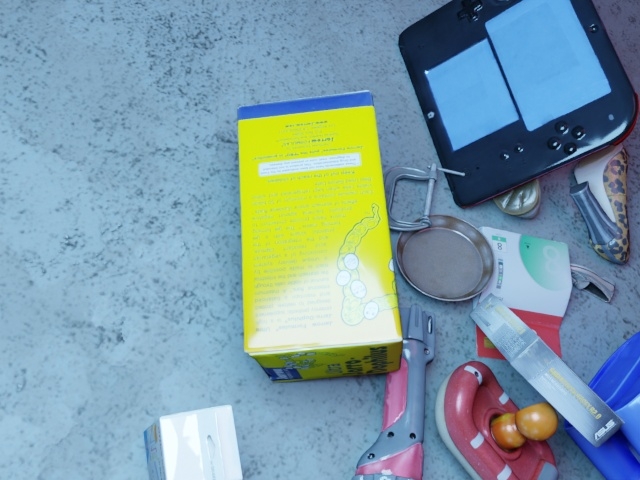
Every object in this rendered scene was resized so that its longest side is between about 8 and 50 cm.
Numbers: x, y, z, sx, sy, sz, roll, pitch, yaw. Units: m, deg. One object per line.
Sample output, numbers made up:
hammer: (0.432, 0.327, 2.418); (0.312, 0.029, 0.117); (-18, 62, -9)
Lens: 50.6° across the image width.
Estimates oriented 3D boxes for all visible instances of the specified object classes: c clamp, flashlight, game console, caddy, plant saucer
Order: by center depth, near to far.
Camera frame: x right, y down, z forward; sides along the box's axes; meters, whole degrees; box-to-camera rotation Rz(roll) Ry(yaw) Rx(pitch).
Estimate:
flashlight: (0.104, 0.243, 0.990); (0.103, 0.103, 0.304); (31, 52, -37)
caddy: (0.560, 0.268, 1.086); (0.341, 0.241, 0.179); (-37, 79, -31)
plant saucer: (0.207, 0.032, 1.139); (0.168, 0.029, 0.168); (3, 57, -4)
c clamp: (0.169, -0.077, 1.172); (0.137, 0.022, 0.160); (16, 59, 7)
game console: (0.337, -0.290, 1.205); (0.060, 0.342, 0.386); (18, 53, -60)

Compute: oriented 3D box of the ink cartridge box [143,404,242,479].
ink cartridge box: (-0.159, 0.262, 0.836); (0.090, 0.143, 0.092); (-4, 69, -25)

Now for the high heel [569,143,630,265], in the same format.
high heel: (0.585, -0.078, 1.355); (0.261, 0.093, 0.186); (-44, 107, -40)

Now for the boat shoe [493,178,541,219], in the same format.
boat shoe: (0.337, -0.180, 1.278); (0.098, 0.109, 0.302); (17, 52, -60)

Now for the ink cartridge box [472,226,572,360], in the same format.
ink cartridge box: (0.353, 0.098, 1.181); (0.181, 0.056, 0.224); (11, 63, -18)

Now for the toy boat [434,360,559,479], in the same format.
toy boat: (0.282, 0.277, 0.998); (0.231, 0.151, 0.151); (50, 40, 3)

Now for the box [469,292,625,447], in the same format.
box: (0.332, 0.186, 1.028); (0.183, 0.231, 0.056); (44, 96, -9)

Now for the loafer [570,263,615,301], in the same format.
loafer: (0.494, 0.078, 1.255); (0.125, 0.045, 0.039); (21, 68, -17)

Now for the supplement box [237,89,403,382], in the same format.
supplement box: (0.000, 0.000, 0.956); (0.195, 0.194, 0.356); (-6, 68, 4)
